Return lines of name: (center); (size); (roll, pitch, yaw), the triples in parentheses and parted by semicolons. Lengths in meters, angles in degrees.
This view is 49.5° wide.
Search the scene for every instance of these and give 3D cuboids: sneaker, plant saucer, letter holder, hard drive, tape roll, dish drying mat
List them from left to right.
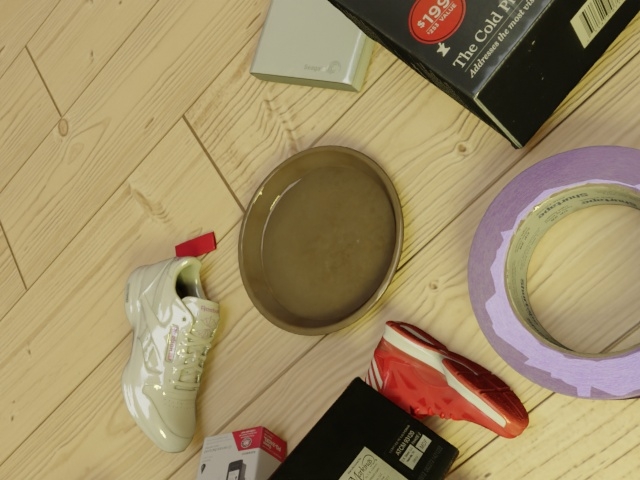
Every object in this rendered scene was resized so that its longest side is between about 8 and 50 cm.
sneaker: (-0.224, 0.165, 1.062); (0.152, 0.114, 0.305); (-21, 69, 28)
dish drying mat: (-0.207, 0.012, 1.151); (0.083, 0.008, 0.032); (-19, 70, 26)
letter holder: (-0.004, 0.344, 0.779); (0.152, 0.302, 0.214); (34, 130, 16)
plant saucer: (0.000, 0.000, 1.006); (0.277, 0.041, 0.278); (-8, 74, 30)
hard drive: (0.016, -0.393, 1.087); (0.203, 0.040, 0.308); (15, 87, 34)
sneaker: (0.144, 0.203, 0.857); (0.221, 0.087, 0.128); (36, 108, 45)
tape roll: (0.310, 0.038, 0.775); (0.274, 0.090, 0.275); (-8, 74, 31)

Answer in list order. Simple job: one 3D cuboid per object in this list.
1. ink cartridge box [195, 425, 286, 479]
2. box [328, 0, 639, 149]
ink cartridge box: (-0.115, 0.344, 0.950); (0.109, 0.063, 0.150); (-19, 43, 26)
box: (0.215, -0.350, 0.833); (0.343, 0.179, 0.312); (-52, 56, 12)
